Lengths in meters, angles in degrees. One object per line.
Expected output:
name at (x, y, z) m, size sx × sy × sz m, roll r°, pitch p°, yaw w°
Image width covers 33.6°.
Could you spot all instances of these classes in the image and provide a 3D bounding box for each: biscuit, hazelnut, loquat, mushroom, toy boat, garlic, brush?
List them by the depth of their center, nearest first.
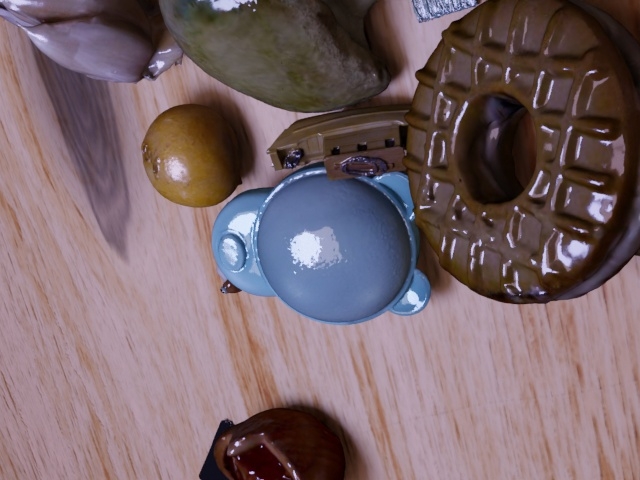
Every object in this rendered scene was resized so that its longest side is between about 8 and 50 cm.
biscuit at (0.212, -0.093, 1.098) m, size 0.332 × 0.103 × 0.332 m, roll 6°, pitch 98°, yaw 53°
brush at (0.105, -0.352, 1.175) m, size 0.082 × 0.010 × 0.218 m, roll -11°, pitch 105°, yaw 40°
mushroom at (-0.053, -0.239, 1.236) m, size 0.292 × 0.212 × 0.218 m, roll -7°, pitch 106°, yaw 30°
toy boat at (0.036, -0.112, 1.260) m, size 0.200 × 0.077 × 0.057 m, roll -7°, pitch 147°, yaw 8°
garlic at (-0.331, -0.299, 1.381) m, size 0.210 × 0.292 × 0.238 m, roll -31°, pitch 53°, yaw 36°
loquat at (-0.172, -0.110, 1.419) m, size 0.141 × 0.141 × 0.141 m, roll 17°, pitch 121°, yaw 29°
hazelnut at (-0.060, 0.332, 1.546) m, size 0.201 × 0.160 × 0.170 m, roll -19°, pitch 102°, yaw 35°

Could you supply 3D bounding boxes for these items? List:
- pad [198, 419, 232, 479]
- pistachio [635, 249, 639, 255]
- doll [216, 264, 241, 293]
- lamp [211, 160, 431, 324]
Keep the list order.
pad at (-0.076, 0.413, 1.701) m, size 0.265 × 0.009 × 0.160 m, roll 36°, pitch 128°, yaw 15°
pistachio at (0.354, -0.045, 1.086) m, size 0.149 × 0.113 × 0.113 m, roll -33°, pitch 91°, yaw 37°
doll at (-0.117, 0.042, 1.523) m, size 0.085 × 0.040 × 0.058 m, roll -29°, pitch 83°, yaw 42°
lamp at (-0.005, 0.004, 1.344) m, size 0.284 × 0.147 × 0.210 m, roll 6°, pitch 110°, yaw 34°
